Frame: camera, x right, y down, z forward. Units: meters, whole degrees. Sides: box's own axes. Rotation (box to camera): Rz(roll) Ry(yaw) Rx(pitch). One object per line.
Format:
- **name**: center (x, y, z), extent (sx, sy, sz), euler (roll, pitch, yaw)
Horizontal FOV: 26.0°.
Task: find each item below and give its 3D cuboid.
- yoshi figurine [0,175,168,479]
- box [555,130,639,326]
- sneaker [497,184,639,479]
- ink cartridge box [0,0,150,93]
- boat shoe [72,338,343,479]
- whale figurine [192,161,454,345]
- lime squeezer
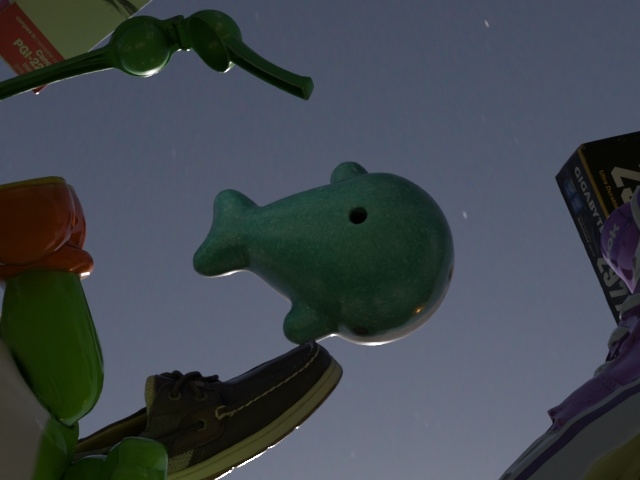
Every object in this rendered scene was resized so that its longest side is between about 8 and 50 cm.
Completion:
- **yoshi figurine**: center (-0.191, 0.155, 0.739), extent (0.203, 0.203, 0.362), euler (-8, -88, -38)
- **box**: center (0.425, 0.029, 1.463), extent (0.257, 0.322, 0.079), euler (-13, -20, -18)
- **sneaker**: center (0.135, 0.047, 0.508), extent (0.282, 0.161, 0.102), euler (-26, -63, -27)
- **ink cartridge box**: center (-0.237, -0.265, 1.393), extent (0.218, 0.158, 0.092), euler (-40, -63, 3)
- **boat shoe**: center (-0.093, 0.121, 0.899), extent (0.223, 0.080, 0.073), euler (-31, -80, -1)
- **whale figurine**: center (0.000, 0.000, 1.418), extent (0.272, 0.216, 0.141), euler (12, -26, 16)
- **lime squeezer**: center (-0.136, -0.151, 1.197), extent (0.310, 0.110, 0.059), euler (2, -34, 22)
